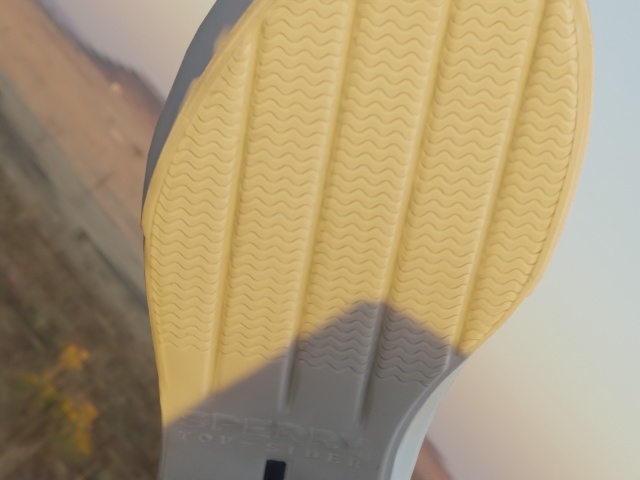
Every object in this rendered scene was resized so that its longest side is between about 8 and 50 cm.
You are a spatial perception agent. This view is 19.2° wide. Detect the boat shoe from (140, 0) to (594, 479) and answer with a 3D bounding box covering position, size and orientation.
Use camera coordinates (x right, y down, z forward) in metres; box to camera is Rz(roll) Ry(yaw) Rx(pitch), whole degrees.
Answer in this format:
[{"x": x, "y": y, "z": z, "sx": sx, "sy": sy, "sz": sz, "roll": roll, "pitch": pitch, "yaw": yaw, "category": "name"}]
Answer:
[{"x": 0.000, "y": 0.000, "z": 0.617, "sx": 0.119, "sy": 0.121, "sz": 0.335, "roll": -82, "pitch": -173, "yaw": -46, "category": "boat shoe"}]
